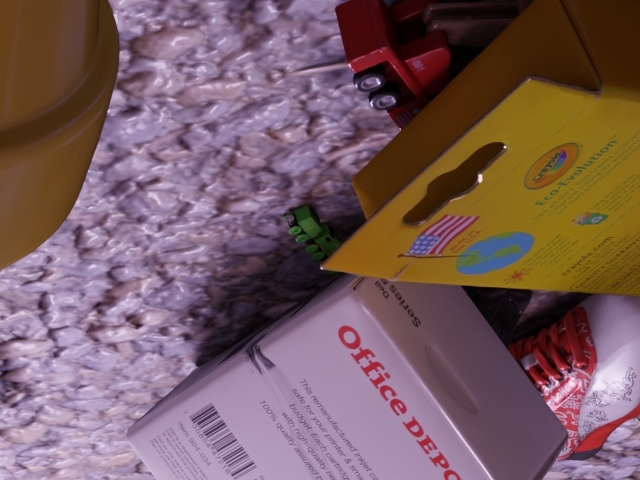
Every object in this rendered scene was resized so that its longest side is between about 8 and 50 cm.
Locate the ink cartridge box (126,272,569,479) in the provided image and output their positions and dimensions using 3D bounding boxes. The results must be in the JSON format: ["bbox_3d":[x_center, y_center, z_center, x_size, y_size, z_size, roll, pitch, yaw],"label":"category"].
[{"bbox_3d":[0.017,0.146,1.303,0.273,0.198,0.115,-34,-176,38],"label":"ink cartridge box"}]

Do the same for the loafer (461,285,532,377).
[{"bbox_3d":[0.129,0.106,1.336,0.061,0.062,0.170,5,121,11],"label":"loafer"}]

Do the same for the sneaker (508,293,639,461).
[{"bbox_3d":[0.177,0.111,1.394,0.145,0.090,0.270,-2,152,-12],"label":"sneaker"}]

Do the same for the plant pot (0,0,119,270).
[{"bbox_3d":[-0.197,-0.146,0.773,0.254,0.254,0.239,8,131,-22],"label":"plant pot"}]

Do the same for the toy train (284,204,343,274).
[{"bbox_3d":[0.000,0.000,1.249,0.024,0.017,0.083,-26,145,12],"label":"toy train"}]

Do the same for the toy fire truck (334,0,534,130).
[{"bbox_3d":[0.084,-0.124,1.027,0.135,0.047,0.192,-20,149,16],"label":"toy fire truck"}]

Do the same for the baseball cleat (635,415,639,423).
[{"bbox_3d":[0.308,0.066,1.380,0.109,0.072,0.206,-24,149,-33],"label":"baseball cleat"}]

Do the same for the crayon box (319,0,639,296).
[{"bbox_3d":[0.166,-0.053,1.062,0.318,0.081,0.202,5,145,-40],"label":"crayon box"}]
